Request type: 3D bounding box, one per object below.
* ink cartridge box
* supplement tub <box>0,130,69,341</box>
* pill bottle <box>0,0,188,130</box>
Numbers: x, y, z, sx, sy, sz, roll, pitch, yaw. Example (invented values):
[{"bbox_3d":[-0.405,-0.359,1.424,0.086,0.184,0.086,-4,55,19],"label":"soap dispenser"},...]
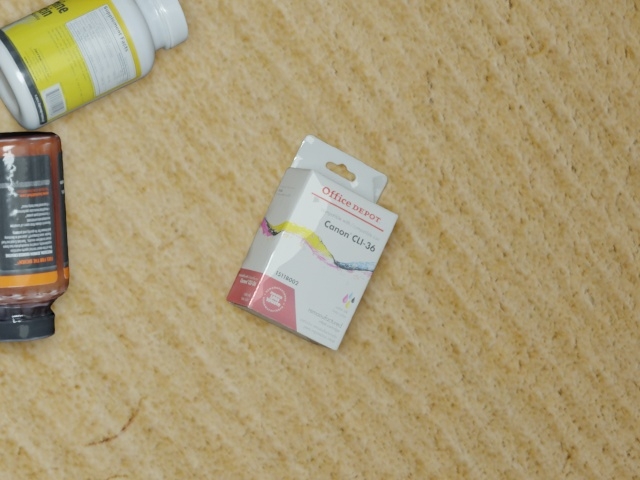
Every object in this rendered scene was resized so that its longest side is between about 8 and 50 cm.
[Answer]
[{"bbox_3d":[0.000,0.000,2.027,0.115,0.067,0.198,27,83,-24],"label":"ink cartridge box"},{"bbox_3d":[-0.296,-0.004,1.870,0.106,0.106,0.198,-5,96,-24],"label":"supplement tub"},{"bbox_3d":[-0.226,-0.188,1.882,0.184,0.103,0.103,-28,105,-16],"label":"pill bottle"}]
